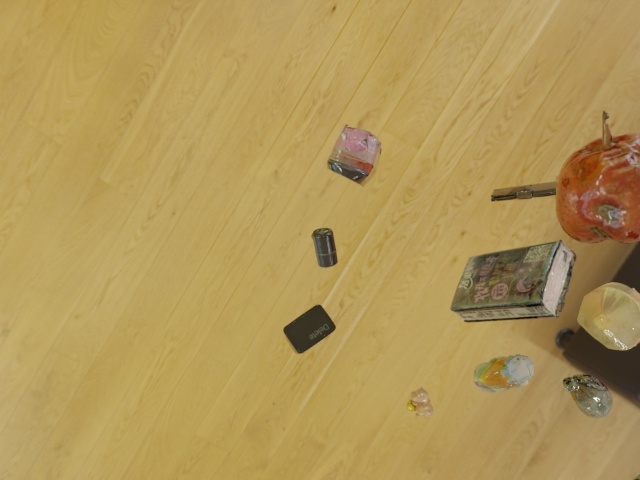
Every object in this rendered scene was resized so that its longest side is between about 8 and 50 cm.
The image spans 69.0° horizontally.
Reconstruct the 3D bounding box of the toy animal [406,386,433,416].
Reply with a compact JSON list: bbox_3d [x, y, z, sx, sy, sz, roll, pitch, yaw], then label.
[{"bbox_3d":[0.352,0.574,1.667,0.092,0.114,0.081,-6,106,3],"label":"toy animal"}]

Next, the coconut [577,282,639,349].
[{"bbox_3d":[1.027,0.263,1.626,0.237,0.236,0.197,34,125,-8],"label":"coconut"}]

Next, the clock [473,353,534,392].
[{"bbox_3d":[0.566,0.415,1.457,0.231,0.144,0.103,1,64,-39],"label":"clock"}]

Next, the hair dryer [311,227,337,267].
[{"bbox_3d":[0.000,0.000,1.630,0.072,0.219,0.124,-13,110,-9],"label":"hair dryer"}]

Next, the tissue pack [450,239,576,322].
[{"bbox_3d":[0.625,0.139,1.549,0.122,0.361,0.259,42,59,-17],"label":"tissue pack"}]

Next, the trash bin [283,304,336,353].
[{"bbox_3d":[-0.047,0.345,1.743,0.165,0.225,0.115,-34,78,-14],"label":"trash bin"}]

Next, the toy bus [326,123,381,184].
[{"bbox_3d":[0.104,-0.243,1.366,0.128,0.303,0.147,21,96,7],"label":"toy bus"}]

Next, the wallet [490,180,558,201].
[{"bbox_3d":[0.735,-0.175,1.666,0.230,0.124,0.042,-3,105,28],"label":"wallet"}]

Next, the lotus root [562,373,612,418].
[{"bbox_3d":[0.636,0.364,1.103,0.165,0.088,0.088,41,92,-27],"label":"lotus root"}]

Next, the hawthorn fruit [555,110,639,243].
[{"bbox_3d":[0.529,-0.117,0.845,0.208,0.207,0.243,-27,111,-2],"label":"hawthorn fruit"}]

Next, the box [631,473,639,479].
[{"bbox_3d":[0.679,0.422,0.756,0.225,0.225,0.117,-28,83,-10],"label":"box"}]
